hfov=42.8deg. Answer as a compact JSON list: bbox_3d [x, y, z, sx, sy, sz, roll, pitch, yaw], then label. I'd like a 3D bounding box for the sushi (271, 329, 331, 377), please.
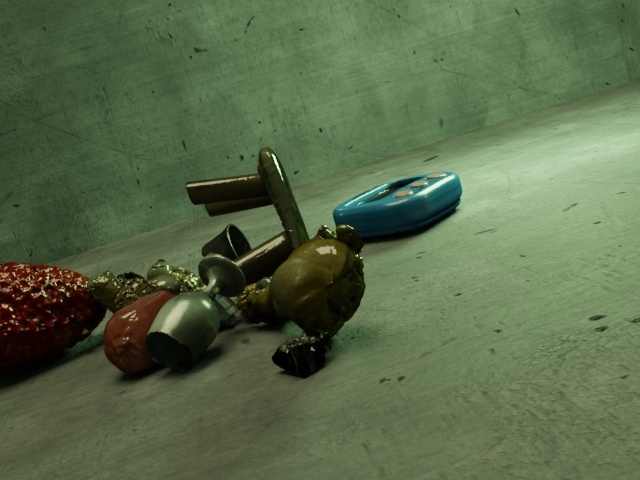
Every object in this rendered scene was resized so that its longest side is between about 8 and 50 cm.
[{"bbox_3d":[-0.029,0.193,1.406,0.084,0.056,0.083,-26,7,-35],"label":"sushi"}]

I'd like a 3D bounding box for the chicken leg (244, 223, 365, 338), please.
[{"bbox_3d":[-0.046,0.101,1.576,0.152,0.201,0.429,-20,-2,-27],"label":"chicken leg"}]

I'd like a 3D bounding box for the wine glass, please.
[{"bbox_3d":[-0.249,0.143,1.645,0.126,0.126,0.241,-9,32,34],"label":"wine glass"}]

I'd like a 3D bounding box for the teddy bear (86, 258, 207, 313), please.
[{"bbox_3d":[-0.394,0.130,1.987,0.267,0.156,0.256,2,17,31],"label":"teddy bear"}]

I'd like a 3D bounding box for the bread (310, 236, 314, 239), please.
[{"bbox_3d":[0.000,0.000,2.353,0.083,0.035,0.070,-21,10,-6],"label":"bread"}]

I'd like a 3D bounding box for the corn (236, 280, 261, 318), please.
[{"bbox_3d":[-0.073,0.112,1.797,0.231,0.080,0.080,-17,11,1],"label":"corn"}]

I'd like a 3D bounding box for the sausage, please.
[{"bbox_3d":[-0.360,0.187,1.713,0.148,0.148,0.254,-13,13,19],"label":"sausage"}]

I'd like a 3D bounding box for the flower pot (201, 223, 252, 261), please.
[{"bbox_3d":[-0.255,0.047,2.243,0.106,0.157,0.157,-29,9,12],"label":"flower pot"}]

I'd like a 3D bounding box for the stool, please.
[{"bbox_3d":[-0.152,-0.033,1.947,0.226,0.311,0.310,-20,-7,1],"label":"stool"}]

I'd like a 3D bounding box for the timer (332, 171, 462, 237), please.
[{"bbox_3d":[0.220,-0.099,2.304,0.309,0.115,0.340,-6,16,41],"label":"timer"}]

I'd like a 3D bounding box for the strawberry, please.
[{"bbox_3d":[-0.683,0.183,1.959,0.343,0.292,0.292,-6,9,-9],"label":"strawberry"}]

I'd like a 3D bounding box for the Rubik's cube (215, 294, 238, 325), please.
[{"bbox_3d":[-0.228,0.162,1.808,0.073,0.084,0.075,-41,-14,17],"label":"Rubik's cube"}]
